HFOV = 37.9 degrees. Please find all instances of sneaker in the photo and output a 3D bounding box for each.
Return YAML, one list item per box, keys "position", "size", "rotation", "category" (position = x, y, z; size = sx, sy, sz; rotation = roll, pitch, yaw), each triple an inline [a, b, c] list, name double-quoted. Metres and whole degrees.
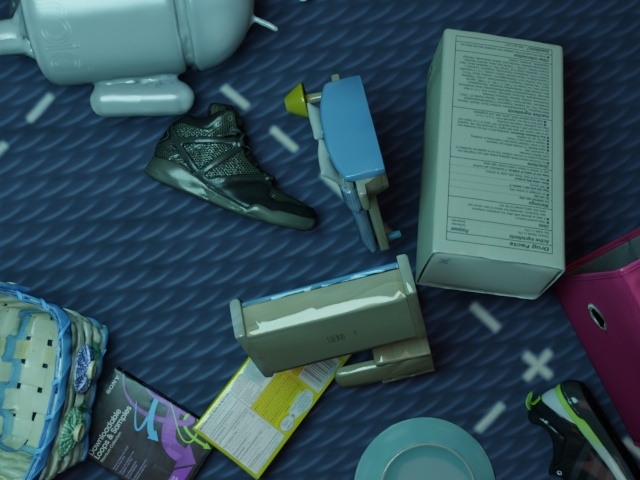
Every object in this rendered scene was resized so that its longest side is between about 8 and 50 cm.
- position: [-0.098, -0.097, 1.192]
  size: [0.228, 0.087, 0.130]
  rotation: [24, 91, 4]
  category: "sneaker"
- position: [0.346, 0.289, 1.208]
  size: [0.097, 0.084, 0.234]
  rotation: [-31, 87, 19]
  category: "sneaker"

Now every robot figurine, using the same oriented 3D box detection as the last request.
- position: [-0.234, -0.298, 1.142]
  size: [0.354, 0.200, 0.299]
  rotation: [-8, 105, -4]
  category: "robot figurine"

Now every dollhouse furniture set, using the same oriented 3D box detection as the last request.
- position: [0.000, 0.000, 1.143]
  size: [0.198, 0.286, 0.303]
  rotation: [-14, 61, 5]
  category: "dollhouse furniture set"

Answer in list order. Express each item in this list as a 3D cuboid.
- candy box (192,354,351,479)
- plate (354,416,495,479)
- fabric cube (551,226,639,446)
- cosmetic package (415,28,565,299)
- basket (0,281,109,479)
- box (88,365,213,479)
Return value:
- position: [-0.059, 0.190, 1.190]
  size: [0.105, 0.027, 0.206]
  rotation: [38, 76, 1]
  category: "candy box"
- position: [0.137, 0.325, 1.207]
  size: [0.188, 0.024, 0.188]
  rotation: [0, 86, -4]
  category: "plate"
- position: [0.474, 0.098, 1.130]
  size: [0.259, 0.254, 0.258]
  rotation: [-26, 89, -6]
  category: "fabric cube"
- position: [0.210, -0.096, 1.152]
  size: [0.160, 0.113, 0.309]
  rotation: [9, 67, -3]
  category: "cosmetic package"
- position: [-0.378, 0.160, 1.048]
  size: [0.201, 0.289, 0.254]
  rotation: [9, 88, 28]
  category: "basket"
- position: [-0.224, 0.251, 1.188]
  size: [0.162, 0.029, 0.116]
  rotation: [32, 85, 0]
  category: "box"
